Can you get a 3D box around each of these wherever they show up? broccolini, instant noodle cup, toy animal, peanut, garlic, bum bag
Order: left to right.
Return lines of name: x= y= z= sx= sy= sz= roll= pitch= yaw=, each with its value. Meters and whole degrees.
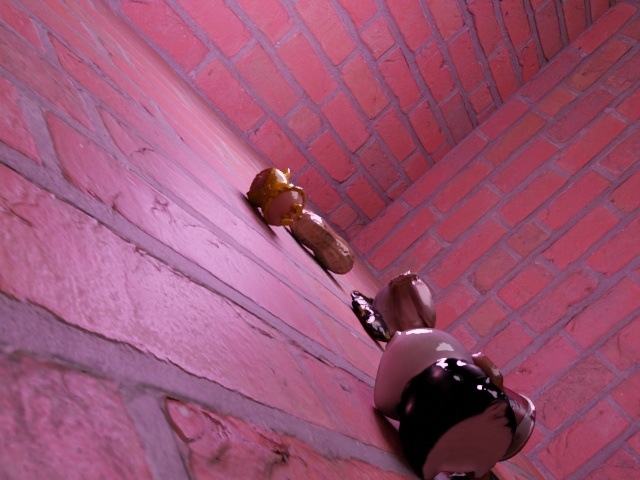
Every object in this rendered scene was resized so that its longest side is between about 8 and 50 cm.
toy animal: x=-0.123 y=-0.124 z=1.649 sx=0.156 sy=0.156 sz=0.230 roll=44 pitch=7 yaw=-41
peanut: x=0.000 y=0.000 z=1.963 sx=0.298 sy=0.120 sz=0.136 roll=46 pitch=-19 yaw=-17
broccolini: x=0.181 y=0.243 z=2.179 sx=0.201 sy=0.058 sz=0.074 roll=27 pitch=1 yaw=-32
bum bag: x=0.155 y=0.238 z=1.755 sx=0.106 sy=0.060 sz=0.232 roll=35 pitch=8 yaw=-29
garlic: x=0.302 y=0.252 z=2.040 sx=0.210 sy=0.237 sz=0.292 roll=-3 pitch=87 yaw=-72
toy animal: x=0.209 y=0.290 z=1.020 sx=0.212 sy=0.212 sz=0.267 roll=46 pitch=2 yaw=-28
instant noodle cup: x=0.514 y=0.531 z=1.735 sx=0.178 sy=0.235 sz=0.235 roll=38 pitch=7 yaw=-12

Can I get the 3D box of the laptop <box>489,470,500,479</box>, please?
laptop: x=0.476 y=0.657 z=1.524 sx=0.180 sy=0.016 sz=0.129 roll=48 pitch=5 yaw=-11

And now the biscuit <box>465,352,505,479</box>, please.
biscuit: x=0.310 y=0.360 z=1.143 sx=0.186 sy=0.044 sz=0.295 roll=52 pitch=-37 yaw=46
